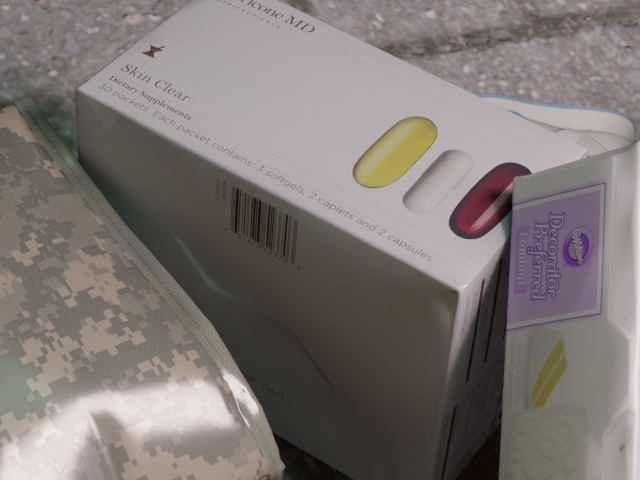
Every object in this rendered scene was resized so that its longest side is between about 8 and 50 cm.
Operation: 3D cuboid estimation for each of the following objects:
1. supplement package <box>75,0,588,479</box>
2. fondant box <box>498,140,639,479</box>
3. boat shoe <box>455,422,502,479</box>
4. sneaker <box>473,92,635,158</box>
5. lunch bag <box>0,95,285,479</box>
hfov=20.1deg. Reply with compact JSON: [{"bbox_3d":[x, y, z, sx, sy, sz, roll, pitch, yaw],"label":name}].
[{"bbox_3d":[0.000,0.000,1.087,0.262,0.204,0.145,28,49,21],"label":"supplement package"},{"bbox_3d":[0.245,0.106,1.001,0.330,0.096,0.238,18,70,-39],"label":"fondant box"},{"bbox_3d":[0.093,0.130,1.166,0.170,0.059,0.063,-37,92,-33],"label":"boat shoe"},{"bbox_3d":[0.134,-0.044,1.287,0.228,0.087,0.092,-1,59,-19],"label":"sneaker"},{"bbox_3d":[-0.191,0.093,1.012,0.235,0.169,0.287,-25,64,-33],"label":"lunch bag"}]
